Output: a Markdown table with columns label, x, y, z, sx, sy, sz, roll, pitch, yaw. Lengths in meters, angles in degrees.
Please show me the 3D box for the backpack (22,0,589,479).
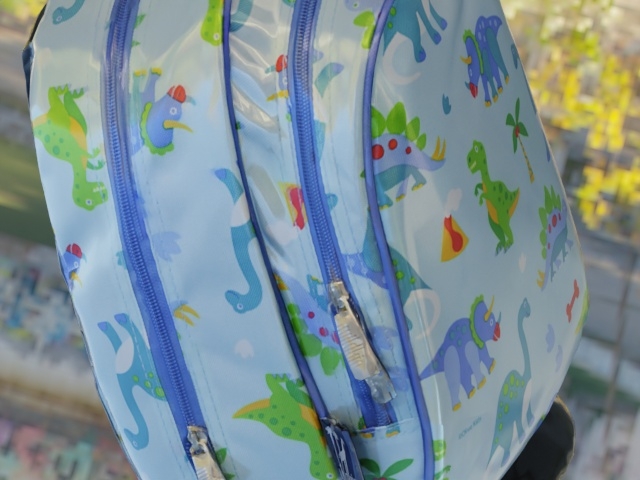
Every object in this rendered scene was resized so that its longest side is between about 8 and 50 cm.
| label | x | y | z | sx | sy | sz | roll | pitch | yaw |
| --- | --- | --- | --- | --- | --- | --- | --- | --- | --- |
| backpack | 0.000 | 0.000 | 0.897 | 0.273 | 0.355 | 0.290 | -21 | -168 | 37 |
